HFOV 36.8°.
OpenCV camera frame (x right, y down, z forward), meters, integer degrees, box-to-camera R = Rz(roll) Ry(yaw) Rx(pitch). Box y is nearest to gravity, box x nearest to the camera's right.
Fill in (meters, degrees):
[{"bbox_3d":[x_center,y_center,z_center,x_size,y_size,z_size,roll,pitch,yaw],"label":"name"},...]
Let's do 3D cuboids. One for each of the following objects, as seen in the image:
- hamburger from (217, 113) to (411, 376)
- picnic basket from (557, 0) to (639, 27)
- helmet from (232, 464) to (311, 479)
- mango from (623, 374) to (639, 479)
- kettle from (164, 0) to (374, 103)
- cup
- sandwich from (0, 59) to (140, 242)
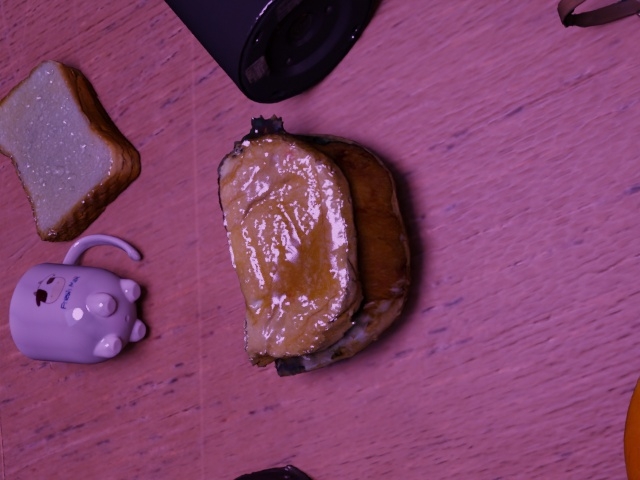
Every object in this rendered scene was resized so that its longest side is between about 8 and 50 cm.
[{"bbox_3d":[0.000,0.000,1.138,0.211,0.132,0.309,-10,86,25],"label":"hamburger"},{"bbox_3d":[0.330,-0.259,0.978,0.178,0.128,0.138,-21,77,7],"label":"picnic basket"},{"bbox_3d":[-0.049,0.416,1.140,0.305,0.177,0.225,36,103,23],"label":"helmet"},{"bbox_3d":[0.389,0.225,0.946,0.187,0.138,0.257,-34,82,9],"label":"mango"},{"bbox_3d":[-0.088,-0.361,1.150,0.308,0.203,0.262,48,111,21],"label":"kettle"},{"bbox_3d":[-0.310,0.089,1.309,0.141,0.173,0.134,2,122,24],"label":"cup"},{"bbox_3d":[-0.369,-0.128,1.357,0.186,0.065,0.215,-39,74,21],"label":"sandwich"}]
